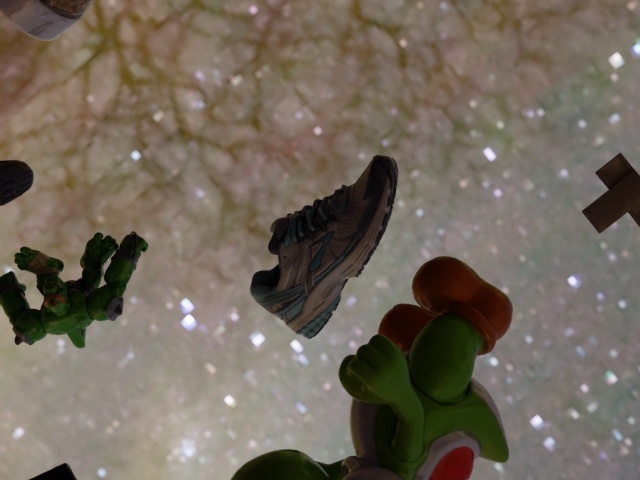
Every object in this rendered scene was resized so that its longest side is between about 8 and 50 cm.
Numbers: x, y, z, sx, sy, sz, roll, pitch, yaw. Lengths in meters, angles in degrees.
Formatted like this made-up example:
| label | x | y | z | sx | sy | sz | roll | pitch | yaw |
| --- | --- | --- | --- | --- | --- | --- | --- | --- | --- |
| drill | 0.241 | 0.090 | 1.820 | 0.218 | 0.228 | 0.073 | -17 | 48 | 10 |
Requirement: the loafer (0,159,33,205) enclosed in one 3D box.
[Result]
| label | x | y | z | sx | sy | sz | roll | pitch | yaw |
| --- | --- | --- | --- | --- | --- | --- | --- | --- | --- |
| loafer | -0.510 | -0.080 | 2.138 | 0.223 | 0.076 | 0.078 | -14 | -132 | -25 |

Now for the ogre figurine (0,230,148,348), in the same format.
| label | x | y | z | sx | sy | sz | roll | pitch | yaw |
| --- | --- | --- | --- | --- | --- | --- | --- | --- | --- |
| ogre figurine | -0.304 | 0.062 | 1.872 | 0.197 | 0.096 | 0.118 | -4 | -131 | -6 |

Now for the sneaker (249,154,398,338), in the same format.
| label | x | y | z | sx | sy | sz | roll | pitch | yaw |
| --- | --- | --- | --- | --- | --- | --- | --- | --- | --- |
| sneaker | 0.000 | 0.000 | 1.929 | 0.283 | 0.122 | 0.110 | -59 | -173 | 31 |

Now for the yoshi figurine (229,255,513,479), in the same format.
| label | x | y | z | sx | sy | sz | roll | pitch | yaw |
| --- | --- | --- | --- | --- | --- | --- | --- | --- | --- |
| yoshi figurine | 0.029 | 0.180 | 1.414 | 0.203 | 0.203 | 0.362 | -3 | -136 | 38 |

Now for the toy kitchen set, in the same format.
| label | x | y | z | sx | sy | sz | roll | pitch | yaw |
| --- | --- | --- | --- | --- | --- | --- | --- | --- | --- |
| toy kitchen set | 0.307 | -0.037 | 1.586 | 0.068 | 0.083 | 0.075 | -39 | 176 | 9 |

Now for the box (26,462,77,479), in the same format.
| label | x | y | z | sx | sy | sz | roll | pitch | yaw |
| --- | --- | --- | --- | --- | --- | --- | --- | --- | --- |
| box | -0.206 | 0.245 | 0.986 | 0.156 | 0.158 | 0.093 | -24 | -124 | -19 |

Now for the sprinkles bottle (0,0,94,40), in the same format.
| label | x | y | z | sx | sy | sz | roll | pitch | yaw |
| --- | --- | --- | --- | --- | --- | --- | --- | --- | --- |
| sprinkles bottle | -0.223 | -0.373 | 1.742 | 0.355 | 0.121 | 0.121 | -35 | -157 | 24 |
